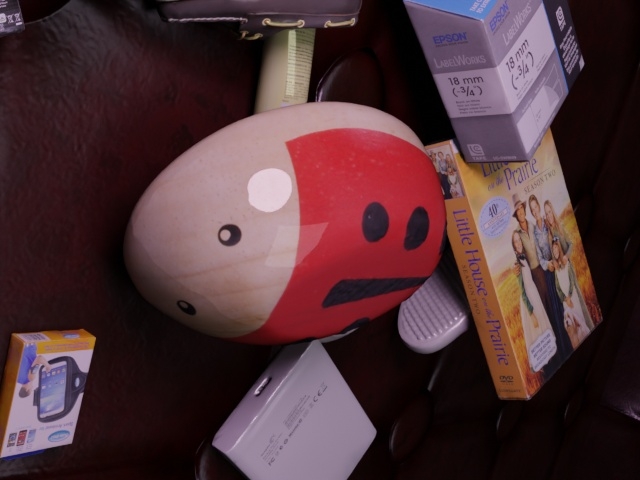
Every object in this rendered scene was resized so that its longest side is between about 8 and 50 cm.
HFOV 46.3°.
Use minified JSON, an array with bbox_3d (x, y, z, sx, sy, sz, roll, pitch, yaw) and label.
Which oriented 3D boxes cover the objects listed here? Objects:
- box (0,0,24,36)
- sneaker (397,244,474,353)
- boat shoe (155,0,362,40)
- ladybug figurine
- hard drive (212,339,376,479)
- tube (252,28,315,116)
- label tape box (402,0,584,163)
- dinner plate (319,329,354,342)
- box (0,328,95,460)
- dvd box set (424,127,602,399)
[{"bbox_3d":[-0.316,-0.213,0.505,0.191,0.045,0.184,-31,127,-38],"label":"box"},{"bbox_3d":[0.272,0.083,1.308,0.366,0.135,0.150,-46,133,-26],"label":"sneaker"},{"bbox_3d":[-0.055,-0.234,0.746,0.228,0.081,0.068,-16,125,-25],"label":"boat shoe"},{"bbox_3d":[0.000,0.000,0.846,0.449,0.162,0.305,-8,137,-46],"label":"ladybug figurine"},{"bbox_3d":[-0.025,0.294,1.119,0.203,0.040,0.307,-51,140,-21],"label":"hard drive"},{"bbox_3d":[-0.037,-0.215,0.847,0.062,0.070,0.240,6,102,-16],"label":"tube"},{"bbox_3d":[0.237,-0.307,1.020,0.240,0.106,0.333,-54,130,-31],"label":"label tape box"},{"bbox_3d":[0.044,0.102,1.087,0.141,0.017,0.141,-28,147,-20],"label":"dinner plate"},{"bbox_3d":[-0.279,0.158,0.747,0.081,0.028,0.136,3,103,-52],"label":"box"},{"bbox_3d":[0.328,0.001,1.223,0.308,0.062,0.420,-27,103,-44],"label":"dvd box set"}]
